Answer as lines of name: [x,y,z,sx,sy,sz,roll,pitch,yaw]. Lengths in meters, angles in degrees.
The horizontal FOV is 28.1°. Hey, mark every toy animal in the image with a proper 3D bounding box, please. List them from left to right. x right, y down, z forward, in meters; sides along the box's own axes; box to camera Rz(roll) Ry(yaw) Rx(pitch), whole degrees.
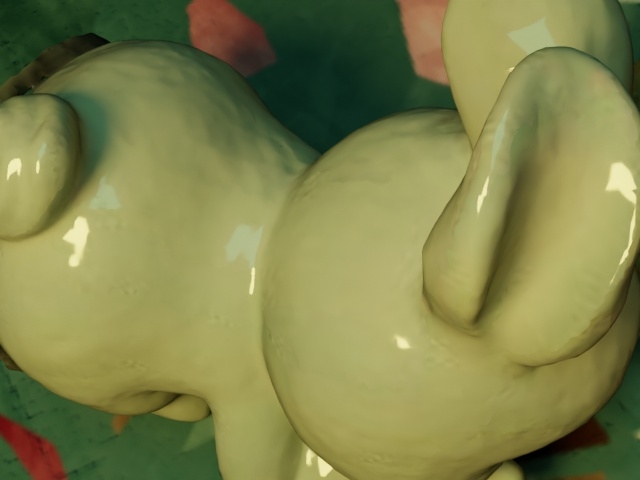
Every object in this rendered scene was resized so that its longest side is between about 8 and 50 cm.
toy animal: [0.003,0.002,0.528,0.310,0.247,0.183,11,53,32]

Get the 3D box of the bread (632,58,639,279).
bread: [0.226,-0.008,0.541,0.236,0.106,0.140,15,74,20]
